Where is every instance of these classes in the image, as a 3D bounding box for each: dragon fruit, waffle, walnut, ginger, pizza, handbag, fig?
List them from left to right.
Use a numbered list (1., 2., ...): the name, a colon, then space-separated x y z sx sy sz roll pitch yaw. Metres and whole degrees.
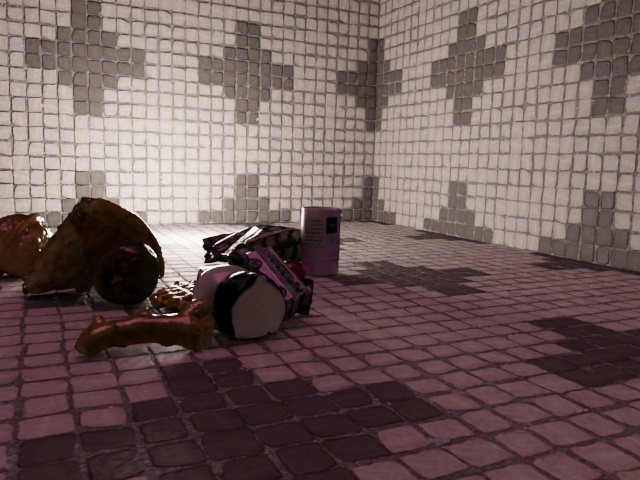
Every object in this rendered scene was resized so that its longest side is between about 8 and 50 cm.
1. walnut: -1.055 0.018 2.043 0.224 0.257 0.257 33 4 -7
2. pizza: -0.651 0.019 1.754 0.435 0.392 0.080 -11 52 -36
3. fig: -0.555 0.086 1.695 0.181 0.181 0.191 3 35 14
4. ginger: -0.379 0.201 1.281 0.299 0.118 0.065 -6 -28 -21
5. waffle: -0.362 0.161 1.731 0.291 0.051 0.291 0 7 0
6. handbag: -0.270 0.032 2.362 0.327 0.162 0.325 -14 12 -38
7. dragon fruit: -0.087 0.110 2.023 0.094 0.094 0.190 4 -1 20

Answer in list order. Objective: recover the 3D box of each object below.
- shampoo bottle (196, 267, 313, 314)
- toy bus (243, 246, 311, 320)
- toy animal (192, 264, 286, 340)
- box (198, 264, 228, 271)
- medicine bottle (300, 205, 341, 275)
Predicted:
1. shampoo bottle: -0.184 0.135 1.645 0.323 0.084 0.129 10 36 -4
2. toy bus: -0.120 0.114 1.559 0.108 0.096 0.199 -22 55 -34
3. toy animal: -0.212 0.147 1.445 0.187 0.165 0.235 1 4 -41
4. box: -0.345 0.126 2.003 0.112 0.048 0.175 -3 9 -23
5. medicine bottle: 0.000 0.000 2.242 0.152 0.253 0.152 1 8 0
